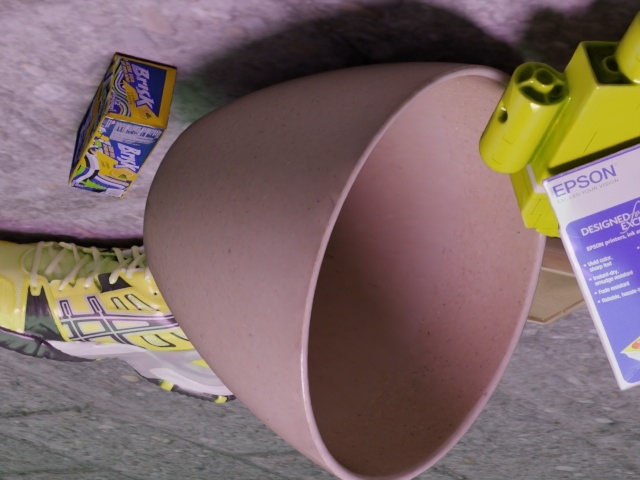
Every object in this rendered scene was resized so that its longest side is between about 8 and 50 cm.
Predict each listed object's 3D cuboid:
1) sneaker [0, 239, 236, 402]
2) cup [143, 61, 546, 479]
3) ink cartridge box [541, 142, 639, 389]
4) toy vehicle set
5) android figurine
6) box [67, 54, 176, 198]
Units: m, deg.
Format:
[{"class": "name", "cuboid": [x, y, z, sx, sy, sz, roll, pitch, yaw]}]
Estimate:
[{"class": "sneaker", "cuboid": [-0.231, 0.051, 1.606, 0.384, 0.145, 0.147, 14, 127, -14]}, {"class": "cup", "cuboid": [0.000, 0.000, 1.175, 0.237, 0.331, 0.331, 19, 169, 35]}, {"class": "ink cartridge box", "cuboid": [0.292, -0.006, 1.109, 0.206, 0.045, 0.208, -20, 119, 10]}, {"class": "toy vehicle set", "cuboid": [0.156, 0.027, 1.522, 0.266, 0.035, 0.166, 12, 158, -17]}, {"class": "android figurine", "cuboid": [0.242, -0.081, 1.098, 0.248, 0.056, 0.273, -3, 149, -15]}, {"class": "box", "cuboid": [-0.172, -0.094, 1.257, 0.054, 0.059, 0.169, 13, 158, -16]}]
